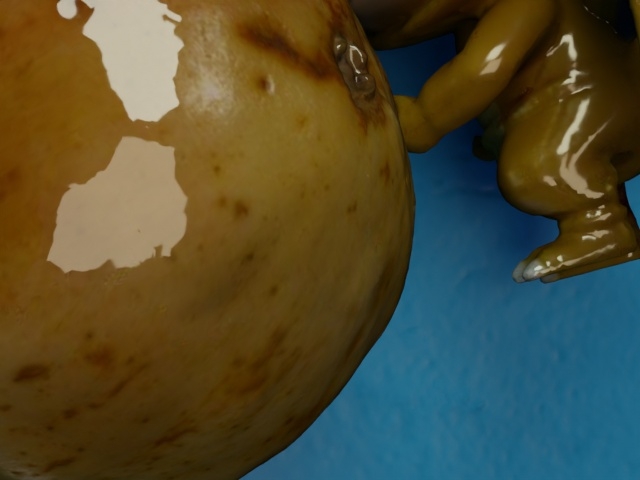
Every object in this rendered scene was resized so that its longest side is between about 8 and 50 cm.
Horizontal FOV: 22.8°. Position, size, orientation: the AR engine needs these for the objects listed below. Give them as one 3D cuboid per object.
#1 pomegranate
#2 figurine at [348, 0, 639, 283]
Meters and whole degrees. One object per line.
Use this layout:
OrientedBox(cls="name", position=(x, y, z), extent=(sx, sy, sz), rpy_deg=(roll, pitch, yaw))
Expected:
OrientedBox(cls="pomegranate", position=(-0.150, -0.019, 0.942), extent=(0.410, 0.410, 0.410), rpy_deg=(0, 91, -18))
OrientedBox(cls="figurine", position=(0.159, -0.173, 1.076), extent=(0.401, 0.268, 0.387), rpy_deg=(-10, 79, -57))
